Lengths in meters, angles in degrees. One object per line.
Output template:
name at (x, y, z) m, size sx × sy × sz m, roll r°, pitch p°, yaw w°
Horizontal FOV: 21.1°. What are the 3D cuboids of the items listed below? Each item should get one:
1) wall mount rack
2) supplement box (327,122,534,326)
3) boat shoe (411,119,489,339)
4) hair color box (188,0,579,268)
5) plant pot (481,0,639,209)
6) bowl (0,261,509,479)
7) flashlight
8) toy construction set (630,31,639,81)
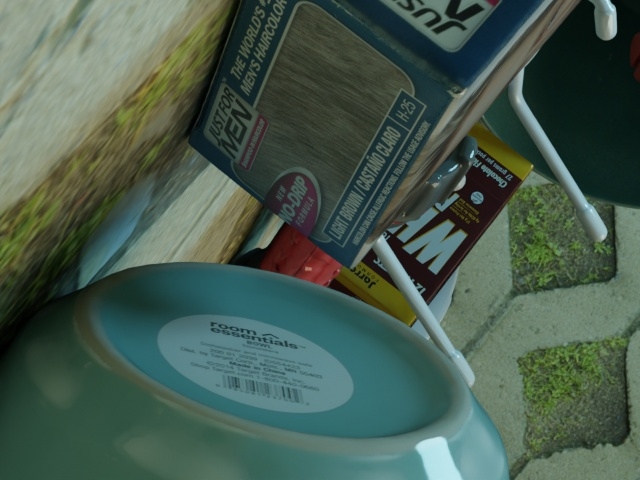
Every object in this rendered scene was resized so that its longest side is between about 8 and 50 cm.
wall mount rack at (0.139, -0.057, 1.436) m, size 0.350 × 0.130 × 0.304 m, roll -44°, pitch 152°, yaw -25°
supplement box at (0.075, -0.010, 1.609) m, size 0.194 × 0.129 × 0.191 m, roll -51°, pitch 175°, yaw -15°
boat shoe at (0.090, 0.001, 1.763) m, size 0.102 × 0.108 × 0.301 m, roll 116°, pitch -8°, yaw -73°
hair color box at (0.094, -0.163, 0.811) m, size 0.347 × 0.105 × 0.174 m, roll -49°, pitch 174°, yaw -28°
plant pot at (0.307, -0.198, 1.639) m, size 0.195 × 0.290 × 0.290 m, roll -62°, pitch -179°, yaw -32°
bowl at (-0.038, 0.119, 0.775) m, size 0.311 × 0.312 × 0.163 m, roll -41°, pitch 149°, yaw -67°
flashlight at (0.000, 0.000, 1.193) m, size 0.103 × 0.103 × 0.304 m, roll -3°, pitch 150°, yaw -29°
toy construction set at (0.306, -0.244, 1.156) m, size 0.237 × 0.309 × 0.257 m, roll 108°, pitch 3°, yaw -55°
